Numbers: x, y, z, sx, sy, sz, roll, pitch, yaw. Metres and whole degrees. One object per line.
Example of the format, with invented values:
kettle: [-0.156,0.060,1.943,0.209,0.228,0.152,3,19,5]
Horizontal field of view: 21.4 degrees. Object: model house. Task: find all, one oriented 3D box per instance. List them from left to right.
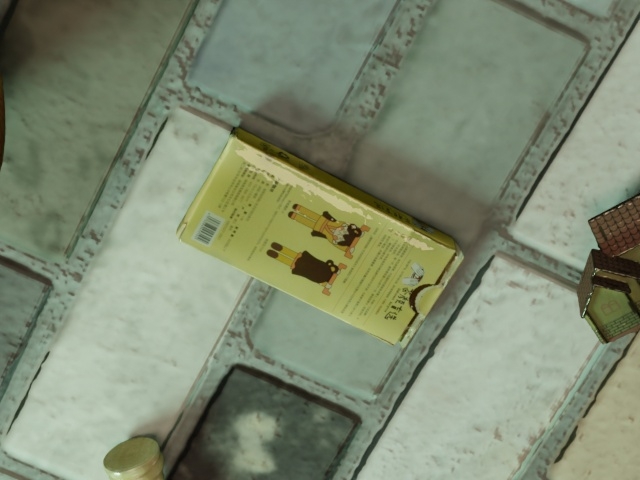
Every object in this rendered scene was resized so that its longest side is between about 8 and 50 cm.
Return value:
model house: [0.175,0.008,0.930,0.083,0.057,0.058,-27,117,16]

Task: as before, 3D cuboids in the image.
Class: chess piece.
chess piece: [-0.100,0.165,1.029,0.035,0.035,0.092,-15,118,9]

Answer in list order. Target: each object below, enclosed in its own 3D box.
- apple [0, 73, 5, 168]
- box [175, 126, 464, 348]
apple: [-0.254,-0.059,0.853,0.199,0.199,0.199,1,116,1]
box: [0.000,0.000,0.952,0.149,0.020,0.073,28,112,-11]
